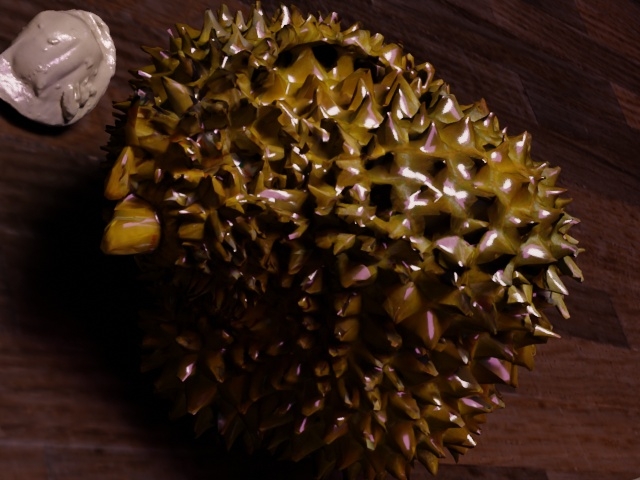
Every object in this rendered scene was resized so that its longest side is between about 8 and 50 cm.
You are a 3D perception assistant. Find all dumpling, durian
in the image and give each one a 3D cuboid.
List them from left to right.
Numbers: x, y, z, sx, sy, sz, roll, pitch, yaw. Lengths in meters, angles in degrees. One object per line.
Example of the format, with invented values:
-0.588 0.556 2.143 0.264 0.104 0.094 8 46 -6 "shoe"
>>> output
-0.151 -0.100 0.817 0.057 0.052 0.076 44 21 -2 "dumpling"
0.003 -0.007 0.790 0.293 0.258 0.258 34 37 -18 "durian"

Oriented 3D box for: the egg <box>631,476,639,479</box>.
0.240 0.269 0.826 0.345 0.283 0.283 -14 74 -61 "egg"
